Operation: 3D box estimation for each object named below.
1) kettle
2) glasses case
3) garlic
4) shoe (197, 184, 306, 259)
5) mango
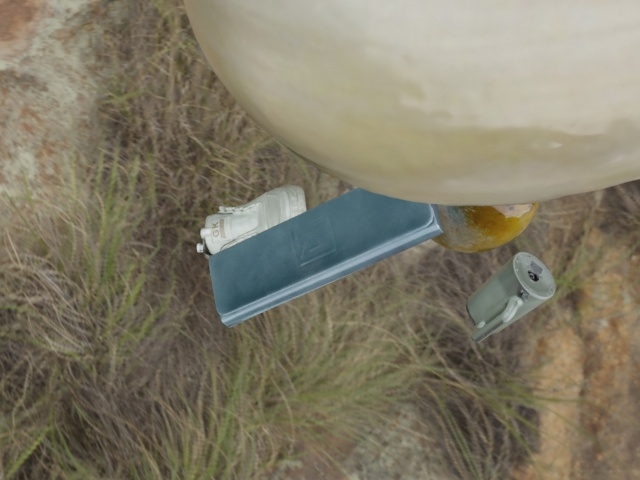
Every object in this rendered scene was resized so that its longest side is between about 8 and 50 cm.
[{"bbox_3d":[0.344,0.110,1.676,0.098,0.126,0.148,16,138,-28],"label":"kettle"},{"bbox_3d":[0.000,0.000,1.017,0.266,0.105,0.056,-25,122,16],"label":"glasses case"},{"bbox_3d":[0.046,-0.157,0.357,0.249,0.313,0.286,-25,135,-44],"label":"garlic"},{"bbox_3d":[-0.148,-0.022,1.772,0.159,0.316,0.124,1,69,-25],"label":"shoe"},{"bbox_3d":[0.218,-0.071,1.394,0.146,0.316,0.192,-28,87,-26],"label":"mango"}]
